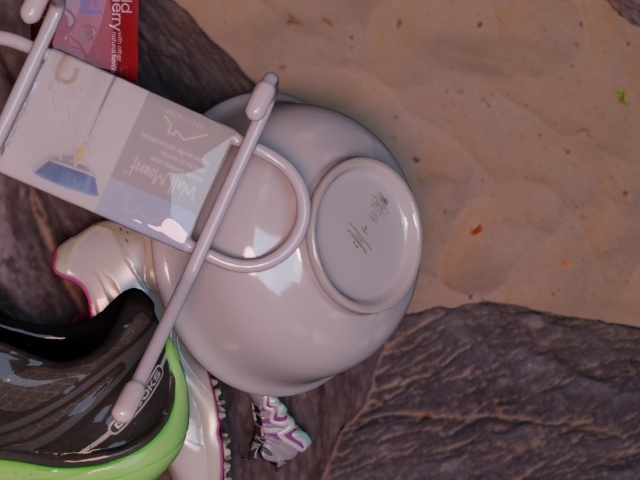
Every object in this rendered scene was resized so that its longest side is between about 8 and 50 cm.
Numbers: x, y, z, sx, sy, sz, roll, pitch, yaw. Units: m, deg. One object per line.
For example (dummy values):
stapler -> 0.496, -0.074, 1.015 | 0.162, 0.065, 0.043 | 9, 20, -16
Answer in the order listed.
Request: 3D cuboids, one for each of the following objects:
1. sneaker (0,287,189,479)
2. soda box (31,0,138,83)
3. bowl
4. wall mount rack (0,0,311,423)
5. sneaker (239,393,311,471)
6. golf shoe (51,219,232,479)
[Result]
sneaker -> -0.355, 0.117, 1.197 | 0.482, 0.185, 0.202 | -4, 104, -15
soda box -> -0.210, -0.272, 1.269 | 0.083, 0.092, 0.263 | -1, 98, -22
bowl -> 0.000, 0.000, 1.321 | 0.298, 0.134, 0.298 | 4, 85, -43
wall mount rack -> -0.190, -0.035, 1.159 | 0.350, 0.130, 0.304 | 24, 85, -1
sneaker -> -0.060, 0.194, 1.431 | 0.069, 0.038, 0.098 | -43, 111, -12
golf shoe -> -0.169, 0.122, 1.346 | 0.140, 0.115, 0.306 | -13, 95, -12
